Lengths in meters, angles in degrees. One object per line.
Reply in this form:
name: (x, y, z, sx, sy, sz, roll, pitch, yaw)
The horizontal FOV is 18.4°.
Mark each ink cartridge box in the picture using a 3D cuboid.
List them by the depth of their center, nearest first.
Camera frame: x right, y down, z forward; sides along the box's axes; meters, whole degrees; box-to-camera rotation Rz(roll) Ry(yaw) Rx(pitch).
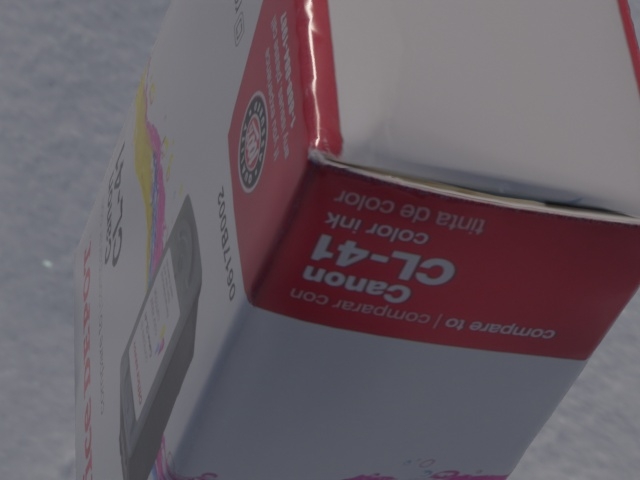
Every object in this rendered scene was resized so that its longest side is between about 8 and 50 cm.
ink cartridge box: (0.000, 0.000, 0.754, 0.306, 0.131, 0.226, 118, 154, -44)
